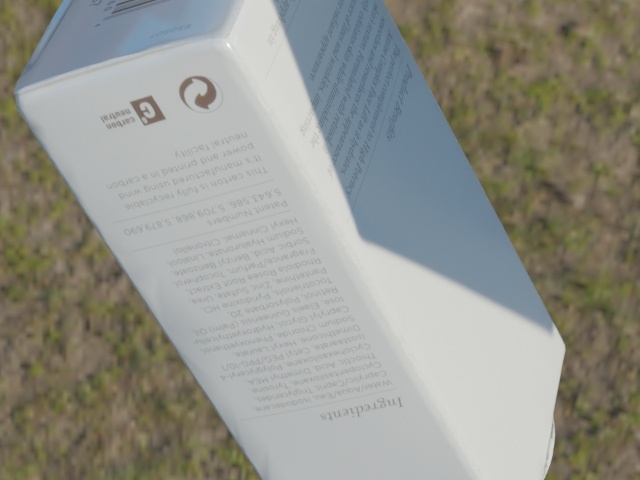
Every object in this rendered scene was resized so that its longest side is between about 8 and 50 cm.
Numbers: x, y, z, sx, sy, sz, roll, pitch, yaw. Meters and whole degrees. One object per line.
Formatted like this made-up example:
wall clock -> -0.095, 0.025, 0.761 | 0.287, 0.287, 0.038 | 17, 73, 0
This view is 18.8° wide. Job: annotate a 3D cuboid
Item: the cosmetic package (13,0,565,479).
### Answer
cosmetic package -> 0.000, 0.000, 0.667 | 0.085, 0.231, 0.117 | -13, 33, 26
